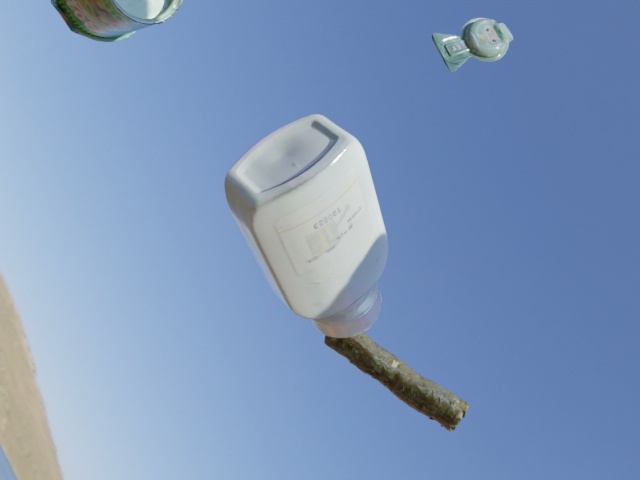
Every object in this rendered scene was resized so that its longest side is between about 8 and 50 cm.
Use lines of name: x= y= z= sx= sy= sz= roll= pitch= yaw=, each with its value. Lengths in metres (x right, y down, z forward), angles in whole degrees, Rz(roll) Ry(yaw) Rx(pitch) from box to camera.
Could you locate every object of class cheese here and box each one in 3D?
cheese: x=0.210 y=-0.268 z=0.874 sx=0.067 sy=0.121 sz=0.026 roll=63 pitch=-21 yaw=8

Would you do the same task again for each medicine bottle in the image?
medicine bottle: x=0.000 y=0.000 z=0.796 sx=0.111 sy=0.161 sz=0.296 roll=43 pitch=-16 yaw=41

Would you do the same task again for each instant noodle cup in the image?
instant noodle cup: x=-0.364 y=-0.465 z=1.180 sx=0.233 sy=0.207 sz=0.207 roll=24 pitch=-49 yaw=49

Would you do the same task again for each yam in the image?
yam: x=0.120 y=0.216 z=1.039 sx=0.253 sy=0.061 sz=0.061 roll=33 pitch=-40 yaw=19
